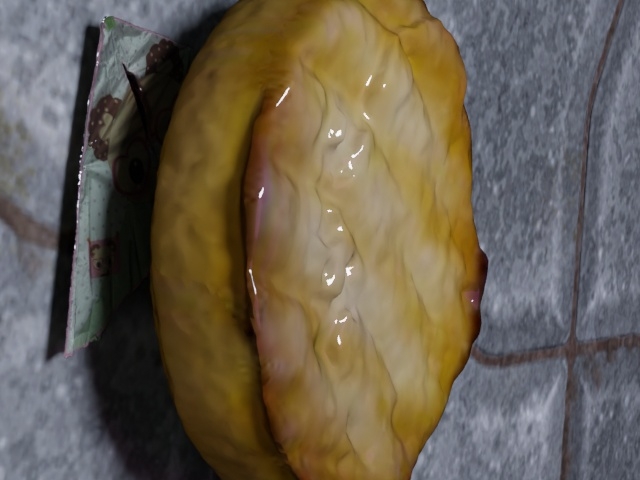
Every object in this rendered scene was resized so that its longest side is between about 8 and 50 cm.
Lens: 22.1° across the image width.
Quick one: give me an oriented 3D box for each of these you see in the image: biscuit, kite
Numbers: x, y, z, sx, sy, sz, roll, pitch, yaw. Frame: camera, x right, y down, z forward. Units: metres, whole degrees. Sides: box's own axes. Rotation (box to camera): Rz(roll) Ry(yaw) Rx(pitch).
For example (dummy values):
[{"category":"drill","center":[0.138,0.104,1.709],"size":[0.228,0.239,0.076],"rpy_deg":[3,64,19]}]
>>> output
[{"category":"biscuit","center":[0.000,0.000,0.890],"size":[0.296,0.102,0.296],"rpy_deg":[-11,102,-64]},{"category":"kite","center":[-0.075,-0.010,0.865],"size":[0.229,0.012,0.250],"rpy_deg":[-57,139,-39]}]
